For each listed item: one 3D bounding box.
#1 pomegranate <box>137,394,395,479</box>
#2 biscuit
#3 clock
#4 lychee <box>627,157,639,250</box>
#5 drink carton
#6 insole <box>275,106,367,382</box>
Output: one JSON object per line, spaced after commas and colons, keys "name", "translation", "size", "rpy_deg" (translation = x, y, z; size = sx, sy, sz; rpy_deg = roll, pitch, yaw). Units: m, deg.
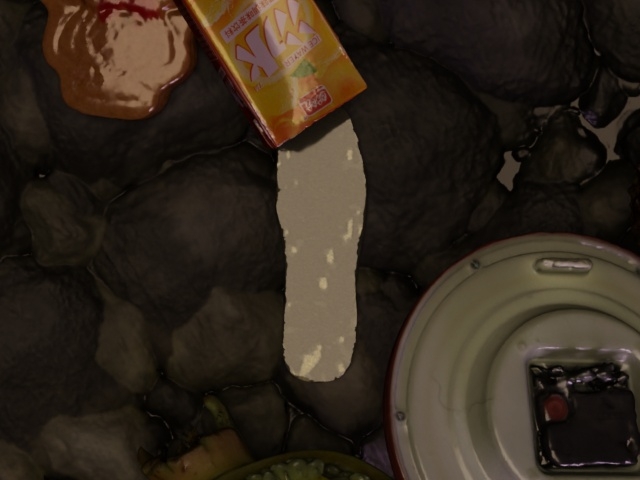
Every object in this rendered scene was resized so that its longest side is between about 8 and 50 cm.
{"name": "pomegranate", "translation": [-0.037, 0.273, 1.320], "size": [0.260, 0.260, 0.340], "rpy_deg": [-38, 58, 5]}
{"name": "biscuit", "translation": [-0.156, -0.270, 1.399], "size": [0.202, 0.047, 0.333], "rpy_deg": [11, 93, 5]}
{"name": "clock", "translation": [0.202, 0.144, 1.297], "size": [0.318, 0.080, 0.318], "rpy_deg": [6, 68, -16]}
{"name": "lychee", "translation": [0.330, -0.011, 1.312], "size": [0.171, 0.171, 0.171], "rpy_deg": [0, 92, 5]}
{"name": "drink carton", "translation": [-0.061, -0.194, 1.348], "size": [0.096, 0.071, 0.223], "rpy_deg": [-33, 99, -7]}
{"name": "insole", "translation": [0.000, 0.000, 1.411], "size": [0.081, 0.011, 0.247], "rpy_deg": [1, 92, 6]}
